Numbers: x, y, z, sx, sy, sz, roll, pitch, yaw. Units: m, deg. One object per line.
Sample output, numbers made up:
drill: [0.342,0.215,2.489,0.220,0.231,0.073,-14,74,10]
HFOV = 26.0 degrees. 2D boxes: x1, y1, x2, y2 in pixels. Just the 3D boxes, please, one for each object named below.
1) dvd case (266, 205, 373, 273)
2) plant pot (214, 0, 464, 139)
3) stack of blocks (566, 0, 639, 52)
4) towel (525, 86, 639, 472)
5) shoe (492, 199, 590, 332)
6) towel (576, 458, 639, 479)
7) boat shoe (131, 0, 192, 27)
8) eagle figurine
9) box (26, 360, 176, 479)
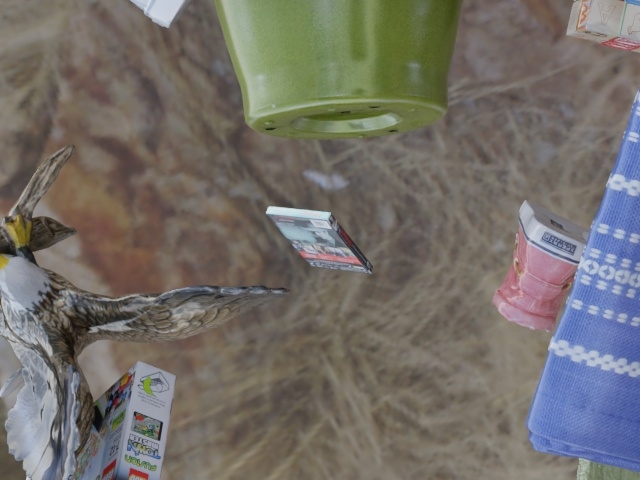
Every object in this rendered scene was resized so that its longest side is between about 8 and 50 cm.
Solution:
dvd case: [0.000,0.000,1.601,0.087,0.013,0.119,6,153,34]
plant pot: [0.024,-0.308,1.627,0.366,0.366,0.353,-13,79,57]
stack of blocks: [0.424,-0.382,1.704,0.087,0.171,0.297,-152,74,-84]
towel: [0.240,-0.039,0.611,0.040,0.243,0.336,-146,73,-70]
shoe: [0.175,0.020,1.120,0.063,0.178,0.081,26,100,5]
towel: [0.329,0.277,1.532,0.027,0.110,0.148,140,145,-63]
boat shoe: [-0.072,-0.206,0.795,0.063,0.066,0.184,33,137,-3]
eagle figurine: [-0.196,0.073,1.106,0.298,0.225,0.226,31,106,32]
box: [-0.186,0.192,1.111,0.207,0.036,0.114,-42,32,42]
